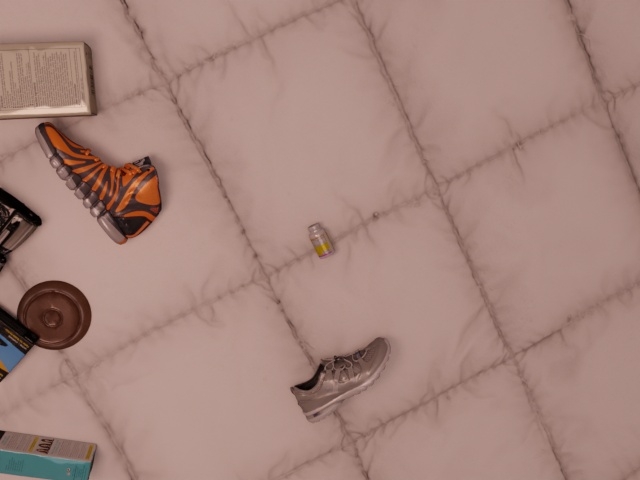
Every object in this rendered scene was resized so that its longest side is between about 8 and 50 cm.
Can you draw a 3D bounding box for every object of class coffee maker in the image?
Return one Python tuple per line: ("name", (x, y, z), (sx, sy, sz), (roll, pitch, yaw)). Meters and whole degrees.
("coffee maker", (-0.741, -0.023, 1.596), (0.171, 0.120, 0.178), (40, 89, 8))

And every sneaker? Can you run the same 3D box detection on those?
("sneaker", (0.051, 0.327, 1.773), (0.281, 0.105, 0.115), (-40, 102, -2))
("sneaker", (-0.481, -0.162, 1.618), (0.180, 0.124, 0.321), (-38, 113, -7))

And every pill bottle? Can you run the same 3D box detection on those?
("pill bottle", (0.000, 0.000, 1.750), (0.043, 0.043, 0.083), (-27, 101, -5))

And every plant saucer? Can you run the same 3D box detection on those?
("plant saucer", (-0.624, 0.178, 1.678), (0.168, 0.029, 0.168), (-1, 99, -9))

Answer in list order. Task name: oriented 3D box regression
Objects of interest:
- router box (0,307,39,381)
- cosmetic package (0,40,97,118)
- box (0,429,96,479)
("router box", (-0.757, 0.219, 1.638), (0.179, 0.046, 0.133), (41, 103, -11))
("cosmetic package", (-0.655, -0.342, 1.556), (0.309, 0.113, 0.160), (-3, 98, -9))
("box", (-0.659, 0.507, 1.681), (0.244, 0.100, 0.060), (12, 97, -11))
